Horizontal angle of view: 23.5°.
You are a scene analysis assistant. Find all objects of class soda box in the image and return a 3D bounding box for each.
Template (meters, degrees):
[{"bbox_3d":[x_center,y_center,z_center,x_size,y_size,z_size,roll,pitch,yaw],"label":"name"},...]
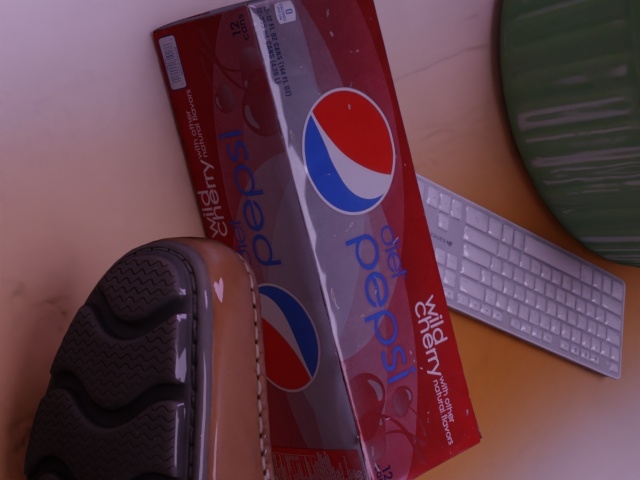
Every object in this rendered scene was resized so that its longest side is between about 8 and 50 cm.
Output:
[{"bbox_3d":[0.000,0.000,0.820,0.092,0.083,0.263,-21,100,-41],"label":"soda box"}]

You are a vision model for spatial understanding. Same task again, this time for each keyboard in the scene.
[{"bbox_3d":[0.115,0.021,0.973,0.256,0.014,0.072,24,70,-39],"label":"keyboard"}]

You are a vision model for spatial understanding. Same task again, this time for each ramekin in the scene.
[{"bbox_3d":[0.257,-0.120,1.026,0.303,0.148,0.303,5,82,-43],"label":"ramekin"}]

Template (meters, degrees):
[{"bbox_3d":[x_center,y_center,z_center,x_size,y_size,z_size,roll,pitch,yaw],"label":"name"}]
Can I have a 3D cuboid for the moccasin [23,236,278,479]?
[{"bbox_3d":[-0.046,0.187,0.720,0.147,0.139,0.380,-8,92,-44],"label":"moccasin"}]
